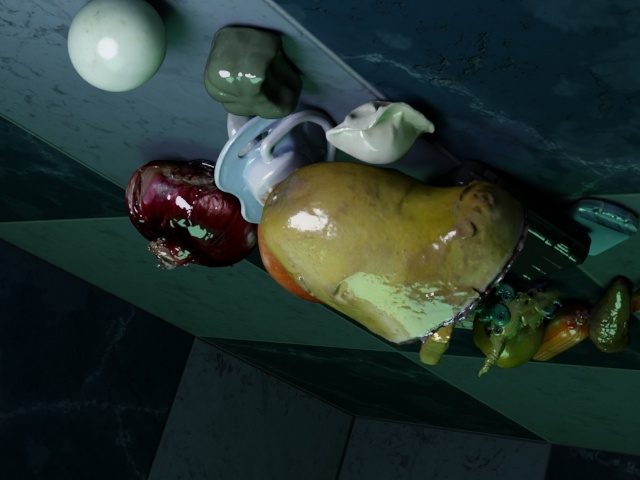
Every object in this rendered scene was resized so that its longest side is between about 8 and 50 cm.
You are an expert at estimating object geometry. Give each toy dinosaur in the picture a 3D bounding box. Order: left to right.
[{"bbox_3d":[0.407,0.180,2.305,0.153,0.259,0.094,38,174,35],"label":"toy dinosaur"}]

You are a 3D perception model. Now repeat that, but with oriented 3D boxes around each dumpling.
[{"bbox_3d":[0.104,-0.183,1.698,0.169,0.100,0.134,21,153,-16],"label":"dumpling"}]

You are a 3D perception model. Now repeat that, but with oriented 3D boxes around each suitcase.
[{"bbox_3d":[0.333,-0.032,1.917,0.285,0.066,0.206,31,159,-11],"label":"suitcase"}]

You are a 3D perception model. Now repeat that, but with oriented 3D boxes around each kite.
[{"bbox_3d":[0.391,0.206,2.723,0.267,0.013,0.323,18,162,-3],"label":"kite"}]

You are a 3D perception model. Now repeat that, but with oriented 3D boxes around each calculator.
[{"bbox_3d":[0.493,-0.022,1.915,0.121,0.039,0.210,21,162,-5],"label":"calculator"}]

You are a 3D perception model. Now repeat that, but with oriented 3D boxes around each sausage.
[{"bbox_3d":[0.567,0.213,2.457,0.092,0.093,0.312,18,161,-2],"label":"sausage"}]

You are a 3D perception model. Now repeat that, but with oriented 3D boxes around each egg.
[{"bbox_3d":[-0.317,-0.308,1.625,0.149,0.149,0.192,25,167,-24],"label":"egg"}]

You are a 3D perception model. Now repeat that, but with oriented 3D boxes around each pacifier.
[{"bbox_3d":[-0.096,-0.163,1.878,0.207,0.227,0.279,45,175,33],"label":"pacifier"}]

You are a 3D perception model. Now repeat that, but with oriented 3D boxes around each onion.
[{"bbox_3d":[-0.273,-0.043,2.231,0.313,0.232,0.314,16,161,6],"label":"onion"}]

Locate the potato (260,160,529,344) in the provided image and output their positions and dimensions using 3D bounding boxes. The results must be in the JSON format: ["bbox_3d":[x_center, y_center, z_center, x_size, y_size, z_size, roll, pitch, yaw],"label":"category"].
[{"bbox_3d":[0.091,-0.017,1.718,0.296,0.290,0.397,37,149,-27],"label":"potato"}]

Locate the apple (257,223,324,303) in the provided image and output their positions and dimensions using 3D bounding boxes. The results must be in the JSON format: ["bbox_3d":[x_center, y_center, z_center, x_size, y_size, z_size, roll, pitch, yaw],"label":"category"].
[{"bbox_3d":[0.000,0.000,2.087,0.271,0.252,0.206,0,-179,-44],"label":"apple"}]

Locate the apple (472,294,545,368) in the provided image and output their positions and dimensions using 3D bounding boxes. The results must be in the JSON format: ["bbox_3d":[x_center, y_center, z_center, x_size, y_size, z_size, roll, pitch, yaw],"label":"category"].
[{"bbox_3d":[0.434,0.213,2.433,0.182,0.155,0.182,33,175,3],"label":"apple"}]

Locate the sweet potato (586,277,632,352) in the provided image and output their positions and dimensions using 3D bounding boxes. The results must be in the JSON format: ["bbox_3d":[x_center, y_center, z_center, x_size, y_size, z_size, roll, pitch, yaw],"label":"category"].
[{"bbox_3d":[0.630,0.181,2.278,0.092,0.114,0.341,29,167,24],"label":"sweet potato"}]

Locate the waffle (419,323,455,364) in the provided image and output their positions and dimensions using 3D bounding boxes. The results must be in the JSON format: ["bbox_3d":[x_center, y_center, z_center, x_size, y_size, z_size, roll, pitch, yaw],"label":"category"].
[{"bbox_3d":[0.275,0.148,2.317,0.055,0.221,0.248,15,162,5],"label":"waffle"}]

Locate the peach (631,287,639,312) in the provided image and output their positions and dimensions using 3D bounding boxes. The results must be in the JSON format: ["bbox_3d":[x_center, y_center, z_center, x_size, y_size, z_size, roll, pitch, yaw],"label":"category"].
[{"bbox_3d":[0.681,0.119,2.128,0.098,0.062,0.098,-4,172,-1],"label":"peach"}]

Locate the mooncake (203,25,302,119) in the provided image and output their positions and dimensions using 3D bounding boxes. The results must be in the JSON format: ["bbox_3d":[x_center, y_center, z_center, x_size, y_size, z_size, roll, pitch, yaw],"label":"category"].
[{"bbox_3d":[-0.102,-0.261,1.654,0.175,0.104,0.168,26,155,-36],"label":"mooncake"}]
